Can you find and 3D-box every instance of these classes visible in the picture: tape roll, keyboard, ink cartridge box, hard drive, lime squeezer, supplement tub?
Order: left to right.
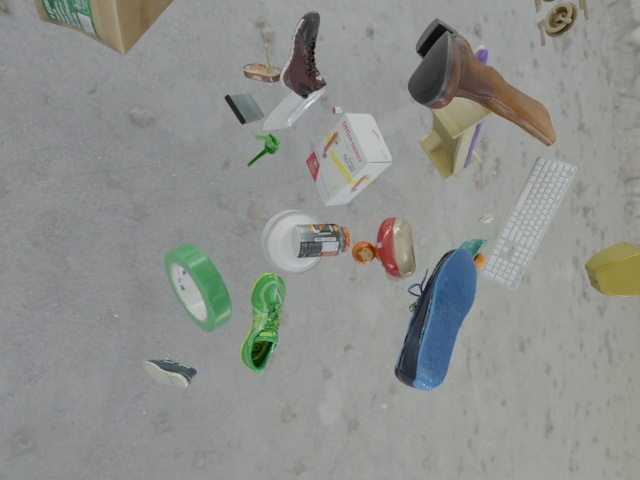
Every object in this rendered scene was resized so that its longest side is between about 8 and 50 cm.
[{"bbox_3d":[-0.439,0.169,1.487,0.077,0.321,0.321,-31,109,-35],"label":"tape roll"},{"bbox_3d":[-0.231,-0.407,1.278,0.094,0.022,0.135,57,27,-11],"label":"hard drive"},{"bbox_3d":[-0.192,-0.330,1.439,0.109,0.310,0.059,-13,88,-15],"label":"lime squeezer"},{"bbox_3d":[0.000,0.000,1.463,0.190,0.117,0.117,-2,90,-21],"label":"supplement tub"},{"bbox_3d":[0.125,-0.381,1.997,0.160,0.384,0.279,-9,70,-37],"label":"ink cartridge box"},{"bbox_3d":[0.399,-0.033,0.808,0.014,0.072,0.256,0,115,-66],"label":"keyboard"}]

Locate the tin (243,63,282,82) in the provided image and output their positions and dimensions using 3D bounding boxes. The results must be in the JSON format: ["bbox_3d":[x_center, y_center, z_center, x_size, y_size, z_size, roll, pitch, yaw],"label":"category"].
[{"bbox_3d":[-0.265,-0.769,1.917,0.106,0.189,0.040,-55,157,-45],"label":"tin"}]

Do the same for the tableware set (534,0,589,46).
[{"bbox_3d":[0.626,-0.640,1.114,0.039,0.128,0.194,4,77,-30],"label":"tableware set"}]

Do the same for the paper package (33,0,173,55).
[{"bbox_3d":[-0.352,-0.551,0.694,0.168,0.325,0.310,23,60,-5],"label":"paper package"}]

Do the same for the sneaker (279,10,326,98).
[{"bbox_3d":[-0.025,-0.608,1.416,0.162,0.281,0.106,44,50,11],"label":"sneaker"}]

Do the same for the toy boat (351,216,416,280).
[{"bbox_3d":[0.155,0.028,1.054,0.231,0.151,0.151,63,23,-79],"label":"toy boat"}]

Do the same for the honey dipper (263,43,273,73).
[{"bbox_3d":[-0.211,-0.727,1.675,0.030,0.161,0.031,0,78,0],"label":"honey dipper"}]

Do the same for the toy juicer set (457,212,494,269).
[{"bbox_3d":[0.478,0.036,1.281,0.209,0.089,0.329,-30,148,-45],"label":"toy juicer set"}]

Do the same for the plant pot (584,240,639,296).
[{"bbox_3d":[0.548,0.059,0.774,0.081,0.083,0.082,-51,120,-74],"label":"plant pot"}]

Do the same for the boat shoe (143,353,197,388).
[{"bbox_3d":[-0.594,0.507,1.641,0.079,0.254,0.095,-43,125,-48],"label":"boat shoe"}]

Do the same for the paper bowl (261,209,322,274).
[{"bbox_3d":[-0.108,0.010,1.829,0.284,0.148,0.284,-3,99,-21],"label":"paper bowl"}]

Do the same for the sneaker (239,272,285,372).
[{"bbox_3d":[-0.152,0.240,1.204,0.109,0.123,0.296,9,97,-27],"label":"sneaker"}]

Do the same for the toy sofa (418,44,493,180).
[{"bbox_3d":[0.356,-0.298,1.047,0.150,0.177,0.362,60,7,14],"label":"toy sofa"}]

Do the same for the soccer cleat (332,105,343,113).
[{"bbox_3d":[0.058,-0.443,1.421,0.083,0.035,0.029,-87,178,-70],"label":"soccer cleat"}]

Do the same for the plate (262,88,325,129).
[{"bbox_3d":[-0.130,-0.628,1.962,0.045,0.277,0.278,52,28,0],"label":"plate"}]

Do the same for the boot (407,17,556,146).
[{"bbox_3d":[0.285,-0.237,0.718,0.280,0.096,0.264,31,35,-14],"label":"boot"}]

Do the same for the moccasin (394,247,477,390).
[{"bbox_3d":[0.245,0.160,0.943,0.137,0.117,0.342,42,62,-16],"label":"moccasin"}]
